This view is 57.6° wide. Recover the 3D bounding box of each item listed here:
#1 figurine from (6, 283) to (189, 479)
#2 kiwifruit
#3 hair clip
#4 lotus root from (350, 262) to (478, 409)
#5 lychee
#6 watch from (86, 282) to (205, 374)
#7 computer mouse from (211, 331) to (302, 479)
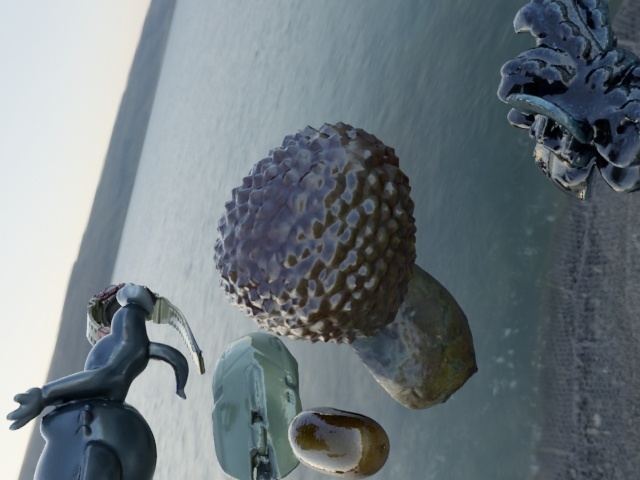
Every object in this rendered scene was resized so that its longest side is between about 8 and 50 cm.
[{"bbox_3d":[-0.224,0.191,0.639,0.193,0.140,0.265,99,-168,-57],"label":"figurine"},{"bbox_3d":[0.018,0.217,0.625,0.124,0.075,0.075,-6,69,41],"label":"kiwifruit"},{"bbox_3d":[0.343,-0.176,0.703,0.206,0.194,0.310,-47,50,4],"label":"hair clip"},{"bbox_3d":[0.156,0.164,1.129,0.210,0.142,0.314,-49,66,13],"label":"lotus root"},{"bbox_3d":[0.000,0.000,0.670,0.236,0.236,0.271,-103,33,-53],"label":"lychee"},{"bbox_3d":[-0.317,0.163,1.028,0.268,0.164,0.102,32,119,55],"label":"watch"},{"bbox_3d":[-0.159,0.374,1.421,0.429,0.228,0.145,-103,5,-47],"label":"computer mouse"}]
